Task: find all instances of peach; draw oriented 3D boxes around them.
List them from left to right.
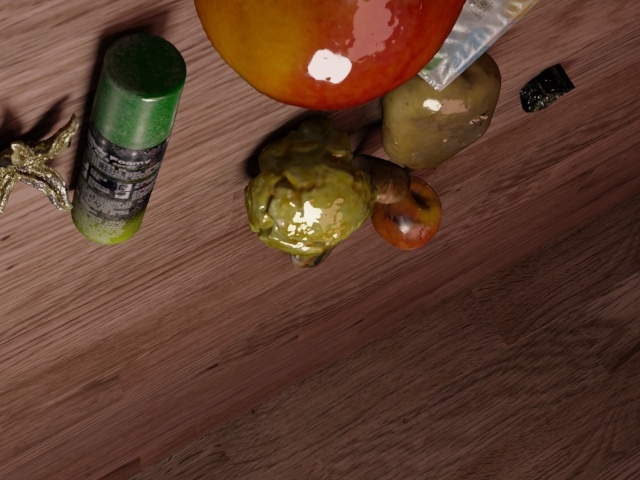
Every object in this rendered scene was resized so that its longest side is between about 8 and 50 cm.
[{"bbox_3d":[0.014,-0.261,0.983,0.281,0.238,0.281,-8,136,-8],"label":"peach"}]

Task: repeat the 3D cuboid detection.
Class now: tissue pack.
[{"bbox_3d":[0.184,-0.328,1.335,0.229,0.145,0.159,-41,-165,31],"label":"tissue pack"}]

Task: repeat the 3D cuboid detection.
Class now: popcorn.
[{"bbox_3d":[-0.016,-0.068,1.636,0.204,0.183,0.221,-25,165,-5],"label":"popcorn"}]

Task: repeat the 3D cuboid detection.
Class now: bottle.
[{"bbox_3d":[-0.225,-0.107,1.251,0.093,0.093,0.330,-24,163,-28],"label":"bottle"}]

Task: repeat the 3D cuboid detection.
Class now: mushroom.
[{"bbox_3d":[0.095,-0.100,1.802,0.210,0.094,0.072,-150,-100,-80],"label":"mushroom"}]

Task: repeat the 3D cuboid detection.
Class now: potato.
[{"bbox_3d":[0.182,-0.197,1.694,0.192,0.141,0.296,-25,166,-13],"label":"potato"}]

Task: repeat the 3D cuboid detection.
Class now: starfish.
[{"bbox_3d":[-0.352,-0.067,1.204,0.176,0.053,0.208,-22,159,-33],"label":"starfish"}]

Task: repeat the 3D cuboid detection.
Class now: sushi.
[{"bbox_3d":[0.420,-0.281,2.067,0.085,0.056,0.083,-25,171,-28],"label":"sushi"}]

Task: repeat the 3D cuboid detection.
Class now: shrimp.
[{"bbox_3d":[0.014,-0.007,2.115,0.145,0.059,0.254,-29,165,-20],"label":"shrimp"}]

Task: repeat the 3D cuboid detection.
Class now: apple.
[{"bbox_3d":[0.167,-0.055,2.097,0.146,0.146,0.146,-30,165,-9],"label":"apple"}]
